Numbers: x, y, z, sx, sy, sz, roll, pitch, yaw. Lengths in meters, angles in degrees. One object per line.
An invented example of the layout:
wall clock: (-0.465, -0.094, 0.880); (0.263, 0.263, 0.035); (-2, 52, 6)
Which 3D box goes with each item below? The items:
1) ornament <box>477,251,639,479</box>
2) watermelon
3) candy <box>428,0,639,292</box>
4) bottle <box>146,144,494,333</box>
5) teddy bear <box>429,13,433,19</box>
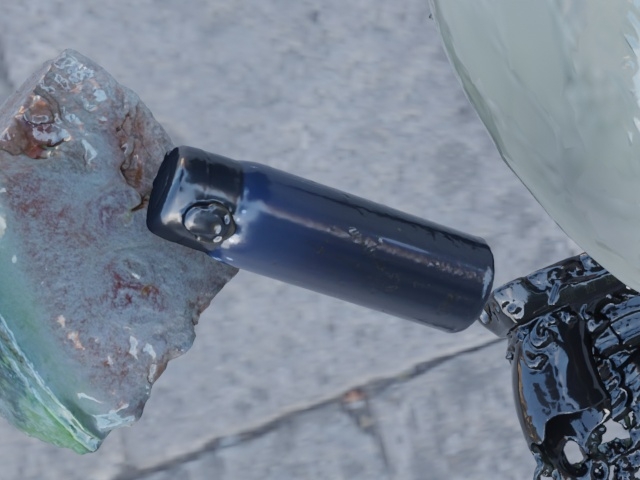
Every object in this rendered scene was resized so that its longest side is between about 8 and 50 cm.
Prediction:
ornament: (0.293, 0.136, 1.937); (0.251, 0.106, 0.260); (-23, 84, -17)
watermelon: (-0.176, 0.008, 1.394); (0.193, 0.310, 0.232); (41, 100, -16)
candy: (0.133, -0.083, 0.570); (0.185, 0.295, 0.295); (-40, 70, -14)
bottle: (0.000, 0.000, 1.340); (0.072, 0.244, 0.082); (-63, 25, 20)
teddy bear: (0.089, -0.278, 1.215); (0.367, 0.224, 0.357); (-6, 82, 63)
